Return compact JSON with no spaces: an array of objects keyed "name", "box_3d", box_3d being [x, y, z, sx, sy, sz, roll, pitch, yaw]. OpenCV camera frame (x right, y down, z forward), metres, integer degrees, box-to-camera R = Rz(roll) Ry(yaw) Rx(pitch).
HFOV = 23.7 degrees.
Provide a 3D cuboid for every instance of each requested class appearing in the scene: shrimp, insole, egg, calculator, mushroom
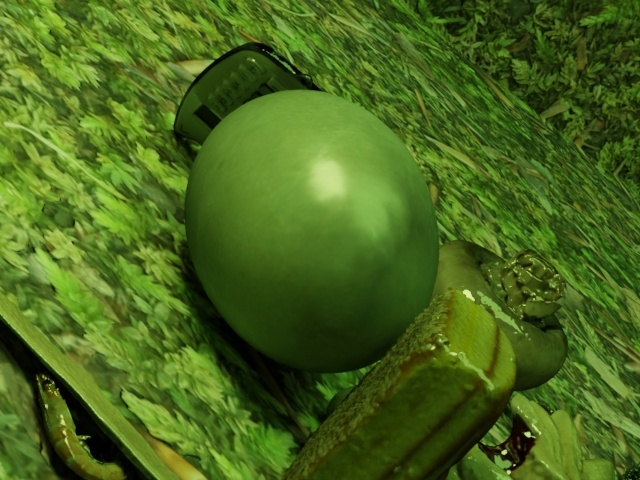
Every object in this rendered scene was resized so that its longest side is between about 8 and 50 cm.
[{"name":"shrimp","box_3d":[-0.190,0.151,1.212,0.083,0.023,0.114,28,22,-52]},{"name":"insole","box_3d":[-0.186,0.129,1.248,0.248,0.011,0.081,45,1,6]},{"name":"egg","box_3d":[-0.011,-0.014,1.571,0.258,0.258,0.352,31,24,-35]},{"name":"calculator","box_3d":[-0.069,-0.139,1.771,0.177,0.268,0.040,42,62,-10]},{"name":"mushroom","box_3d":[0.229,0.088,1.985,0.226,0.178,0.226,30,20,-12]}]

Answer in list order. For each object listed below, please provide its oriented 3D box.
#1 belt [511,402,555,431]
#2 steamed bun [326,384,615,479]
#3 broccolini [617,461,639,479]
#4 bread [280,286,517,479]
[{"name":"belt","box_3d":[0.308,0.292,1.882,0.053,0.071,0.232,37,19,-43]},{"name":"steamed bun","box_3d":[0.219,0.290,1.542,0.428,0.189,0.247,55,13,28]},{"name":"broccolini","box_3d":[0.493,0.391,2.081,0.216,0.058,0.067,48,16,7]},{"name":"bread","box_3d":[0.075,0.172,1.397,0.110,0.234,0.184,41,17,-2]}]
